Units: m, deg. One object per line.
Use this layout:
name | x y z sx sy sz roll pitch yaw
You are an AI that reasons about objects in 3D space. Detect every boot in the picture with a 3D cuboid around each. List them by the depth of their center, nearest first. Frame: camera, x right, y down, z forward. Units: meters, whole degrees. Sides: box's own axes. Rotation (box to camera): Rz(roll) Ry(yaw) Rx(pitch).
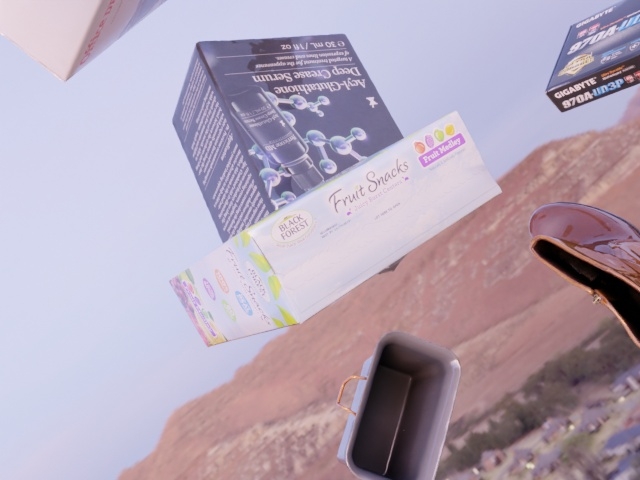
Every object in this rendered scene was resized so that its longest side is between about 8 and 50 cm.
boot | 0.280 0.030 0.825 0.280 0.264 0.096 7 -55 -51

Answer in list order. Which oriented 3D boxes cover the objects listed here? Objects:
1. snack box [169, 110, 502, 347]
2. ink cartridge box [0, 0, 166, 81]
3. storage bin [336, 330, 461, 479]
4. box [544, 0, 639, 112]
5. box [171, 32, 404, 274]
snack box | 0.000 0.000 0.567 0.174 0.070 0.207 -31 3 -26
ink cartridge box | -0.329 -0.483 1.282 0.285 0.166 0.395 -44 11 47
storage bin | 0.059 0.162 0.734 0.091 0.098 0.135 131 159 -68
box | 0.461 -0.299 1.184 0.220 0.051 0.175 -18 37 51
box | -0.036 -0.132 1.329 0.293 0.396 0.212 -12 -26 -30
